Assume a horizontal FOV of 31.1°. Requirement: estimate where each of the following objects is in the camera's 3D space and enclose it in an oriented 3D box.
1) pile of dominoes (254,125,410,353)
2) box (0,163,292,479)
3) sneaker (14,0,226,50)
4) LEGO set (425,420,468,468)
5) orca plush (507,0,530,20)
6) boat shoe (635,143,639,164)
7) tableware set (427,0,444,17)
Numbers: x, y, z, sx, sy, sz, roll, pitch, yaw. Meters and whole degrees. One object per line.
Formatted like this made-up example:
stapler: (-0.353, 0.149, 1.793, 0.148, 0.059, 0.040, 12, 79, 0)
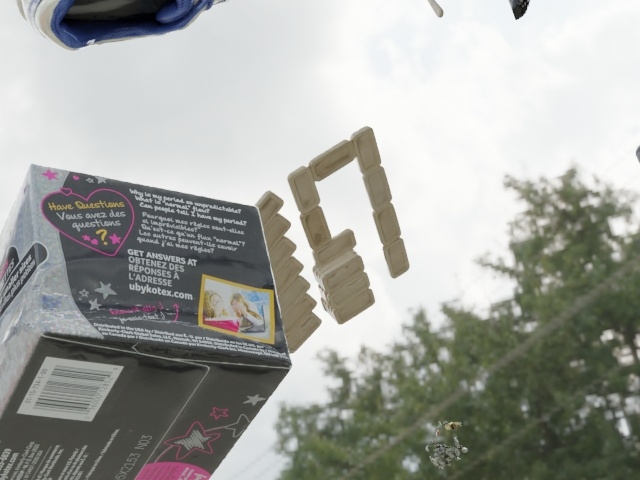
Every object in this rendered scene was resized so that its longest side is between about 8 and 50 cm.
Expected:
pile of dominoes: (0.000, 0.000, 1.372, 0.196, 0.040, 0.251, -32, -48, -15)
box: (-0.152, 0.089, 0.764, 0.163, 0.142, 0.247, 11, -47, -27)
sneaker: (-0.103, -0.224, 0.965, 0.297, 0.131, 0.111, -22, -52, -10)
LEGO set: (0.161, 0.268, 1.479, 0.054, 0.023, 0.083, -13, -54, 7)
orca plush: (0.331, -0.280, 1.156, 0.287, 0.102, 0.151, -25, -1, 9)
boat shoe: (0.236, 0.012, 0.661, 0.065, 0.075, 0.206, -20, -58, 16)
tableware set: (0.129, -0.391, 1.504, 0.039, 0.194, 0.128, 2, -52, -25)
